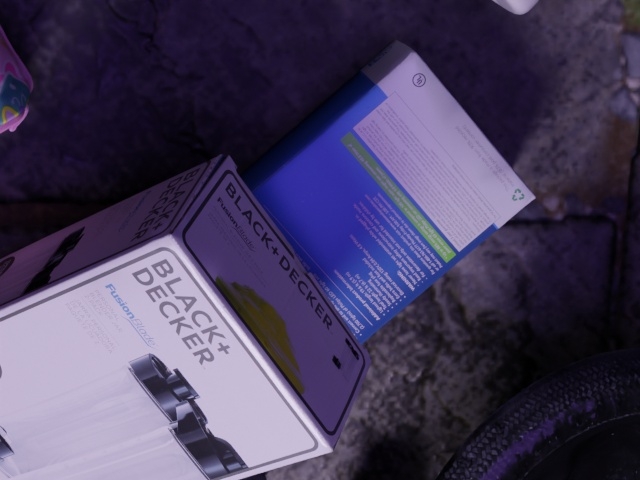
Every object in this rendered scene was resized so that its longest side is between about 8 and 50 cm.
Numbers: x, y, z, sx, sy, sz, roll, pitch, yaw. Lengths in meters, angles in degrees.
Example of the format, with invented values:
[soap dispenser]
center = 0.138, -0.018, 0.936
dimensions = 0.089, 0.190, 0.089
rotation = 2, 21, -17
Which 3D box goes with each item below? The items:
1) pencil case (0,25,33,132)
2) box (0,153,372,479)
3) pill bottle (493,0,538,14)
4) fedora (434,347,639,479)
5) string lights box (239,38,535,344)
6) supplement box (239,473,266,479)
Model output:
[pencil case]
center = -0.270, -0.187, 0.800
dimensions = 0.124, 0.124, 0.284
rotation = -18, 106, -2
[box]
center = -0.135, 0.079, 0.834
dimensions = 0.290, 0.087, 0.169
rotation = -21, 114, 31
[pill bottle]
center = 0.150, -0.256, 0.832
dimensions = 0.119, 0.119, 0.208
rotation = 38, 98, -15
[fedora]
center = 0.182, 0.221, 0.949
dimensions = 0.334, 0.152, 0.334
rotation = -2, 101, -12
[string lights box]
center = 0.000, 0.000, 0.907
dimensions = 0.260, 0.077, 0.133
rotation = -40, 106, 5
[supplement box]
center = -0.150, 0.226, 0.924
dimensions = 0.239, 0.130, 0.073
rotation = -31, 107, 1
